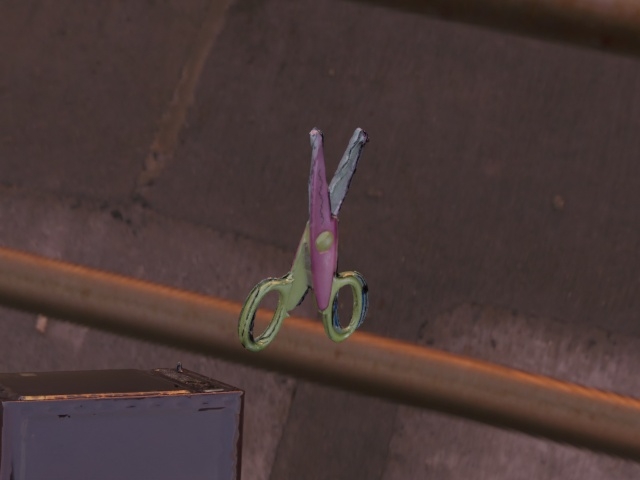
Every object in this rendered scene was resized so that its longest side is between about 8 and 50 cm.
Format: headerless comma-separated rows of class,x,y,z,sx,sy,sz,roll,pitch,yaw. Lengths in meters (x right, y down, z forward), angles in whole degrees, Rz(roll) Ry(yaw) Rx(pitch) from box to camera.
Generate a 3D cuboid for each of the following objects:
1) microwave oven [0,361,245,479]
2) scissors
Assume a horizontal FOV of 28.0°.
microwave oven,-0.212,0.220,1.212,0.247,0.178,0.188,0,96,-28
scissors,0.000,0.000,1.032,0.134,0.187,0.020,-5,23,-41
